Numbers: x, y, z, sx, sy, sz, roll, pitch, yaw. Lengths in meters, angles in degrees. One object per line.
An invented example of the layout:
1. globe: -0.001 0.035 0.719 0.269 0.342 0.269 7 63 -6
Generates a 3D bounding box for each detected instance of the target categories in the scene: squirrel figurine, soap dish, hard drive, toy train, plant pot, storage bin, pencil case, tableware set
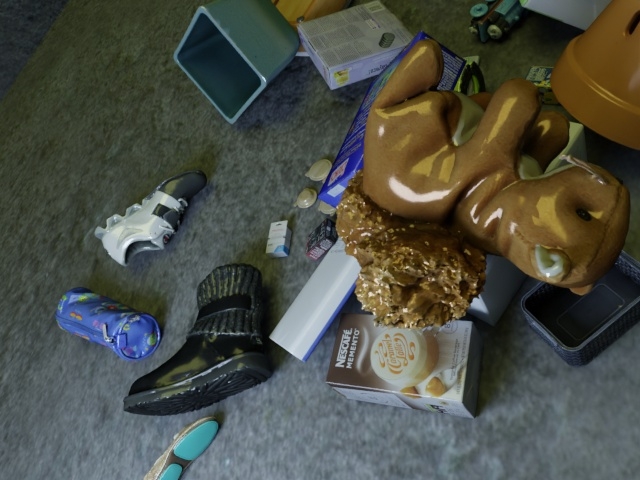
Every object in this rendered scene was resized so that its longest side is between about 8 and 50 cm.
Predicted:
1. squirrel figurine: 0.221 -0.032 0.822 0.397 0.281 0.370 -50 60 12
2. soap dish: -0.048 -0.690 1.671 0.229 0.118 0.291 14 68 36
3. hard drive: 0.022 0.082 1.111 0.319 0.040 0.210 -55 12 -11
4. toy train: 0.437 -0.554 1.331 0.184 0.080 0.105 -49 55 -6
5. plant pot: 0.567 -0.314 0.933 0.291 0.203 0.291 5 48 -6
6. storage bin: 0.434 0.101 0.907 0.180 0.084 0.122 -41 49 2
7. pencil case: -0.529 0.202 1.371 0.306 0.133 0.119 12 97 36
8. tableware set: 0.015 -0.128 1.339 0.168 0.020 0.141 20 70 39
9. plant pot: -0.204 -0.526 1.546 0.252 0.248 0.247 -47 11 -34

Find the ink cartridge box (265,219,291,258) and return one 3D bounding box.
1. ink cartridge box: -0.096 -0.003 1.317 0.048 0.028 0.083 -8 57 26

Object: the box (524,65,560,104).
1. box: 0.509 -0.314 1.145 0.169 0.059 0.054 19 72 37

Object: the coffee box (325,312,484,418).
1. coffee box: 0.149 0.216 0.988 0.246 0.098 0.141 -1 60 30

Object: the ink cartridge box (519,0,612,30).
1. ink cartridge box: 0.520 -0.640 1.242 0.119 0.207 0.353 124 149 -49

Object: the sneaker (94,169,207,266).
1. sneaker: -0.421 -0.053 1.494 0.330 0.122 0.146 -37 71 -5

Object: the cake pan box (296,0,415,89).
1. cake pan box: 0.091 -0.525 1.472 0.245 0.070 0.267 -20 50 -9

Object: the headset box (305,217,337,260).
1. headset box: 0.000 0.000 1.231 0.083 0.032 0.062 -45 25 38

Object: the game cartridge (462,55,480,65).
1. game cartridge: 0.336 -0.413 1.338 0.083 0.017 0.056 1 65 31

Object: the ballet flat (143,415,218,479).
1. ballet flat: -0.290 0.430 1.129 0.206 0.073 0.067 -50 35 -11

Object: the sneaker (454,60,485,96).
1. sneaker: 0.267 -0.250 1.232 0.121 0.111 0.300 -1 59 52

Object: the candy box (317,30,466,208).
1. candy box: 0.136 -0.219 1.151 0.317 0.122 0.268 -63 11 -11

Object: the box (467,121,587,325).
1. box: 0.303 -0.058 1.029 0.215 0.168 0.345 29 77 38

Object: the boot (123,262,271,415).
1. boot: -0.266 0.216 1.207 0.348 0.131 0.260 -21 56 9
